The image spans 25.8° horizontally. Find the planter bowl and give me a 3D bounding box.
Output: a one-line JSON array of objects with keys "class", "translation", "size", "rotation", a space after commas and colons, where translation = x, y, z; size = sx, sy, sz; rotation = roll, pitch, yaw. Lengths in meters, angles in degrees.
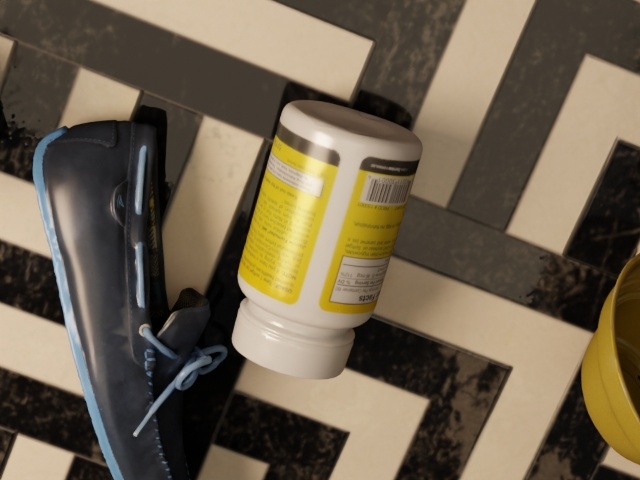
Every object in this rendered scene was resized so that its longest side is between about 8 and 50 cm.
[{"class": "planter bowl", "translation": [0.285, 0.122, 1.174], "size": [0.217, 0.217, 0.090], "rotation": [48, 136, -12]}]

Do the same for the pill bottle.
[{"class": "pill bottle", "translation": [0.000, 0.000, 1.146], "size": [0.119, 0.119, 0.209], "rotation": [15, 105, -5]}]

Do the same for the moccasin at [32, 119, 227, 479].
[{"class": "moccasin", "translation": [-0.145, 0.069, 1.157], "size": [0.116, 0.138, 0.342], "rotation": [-13, 106, -2]}]
